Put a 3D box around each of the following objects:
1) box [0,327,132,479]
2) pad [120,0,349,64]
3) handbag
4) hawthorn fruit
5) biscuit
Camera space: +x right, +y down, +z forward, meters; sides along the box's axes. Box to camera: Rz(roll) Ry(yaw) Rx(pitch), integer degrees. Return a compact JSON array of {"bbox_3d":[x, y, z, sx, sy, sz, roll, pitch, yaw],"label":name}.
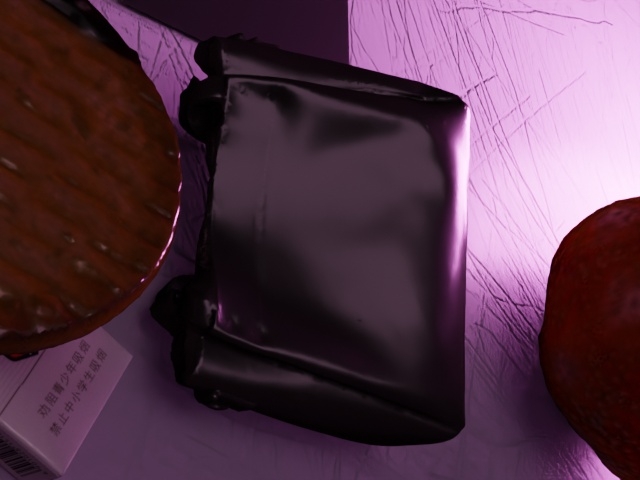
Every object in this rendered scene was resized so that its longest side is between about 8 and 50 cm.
[{"bbox_3d":[-0.196,0.062,0.750,0.152,0.048,0.100,45,44,-20],"label":"box"},{"bbox_3d":[-0.063,-0.219,1.038,0.245,0.006,0.170,21,58,-40],"label":"pad"},{"bbox_3d":[0.000,0.000,0.932,0.257,0.113,0.285,17,69,-35],"label":"handbag"},{"bbox_3d":[0.377,0.094,1.112,0.284,0.368,0.285,-4,96,-47],"label":"hawthorn fruit"},{"bbox_3d":[-0.224,-0.073,0.737,0.317,0.040,0.318,22,46,-26],"label":"biscuit"}]
